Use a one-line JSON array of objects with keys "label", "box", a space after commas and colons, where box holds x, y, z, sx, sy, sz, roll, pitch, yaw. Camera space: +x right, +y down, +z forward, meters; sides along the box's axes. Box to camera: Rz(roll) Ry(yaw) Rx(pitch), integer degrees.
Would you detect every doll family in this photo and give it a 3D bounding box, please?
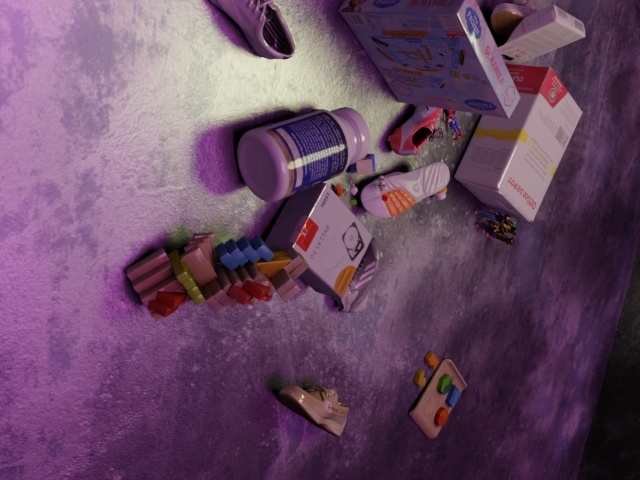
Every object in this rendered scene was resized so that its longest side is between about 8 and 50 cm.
[{"label": "doll family", "box": [0.562, -0.045, 2.010, 0.193, 0.111, 0.076, 24, 88, -46]}]

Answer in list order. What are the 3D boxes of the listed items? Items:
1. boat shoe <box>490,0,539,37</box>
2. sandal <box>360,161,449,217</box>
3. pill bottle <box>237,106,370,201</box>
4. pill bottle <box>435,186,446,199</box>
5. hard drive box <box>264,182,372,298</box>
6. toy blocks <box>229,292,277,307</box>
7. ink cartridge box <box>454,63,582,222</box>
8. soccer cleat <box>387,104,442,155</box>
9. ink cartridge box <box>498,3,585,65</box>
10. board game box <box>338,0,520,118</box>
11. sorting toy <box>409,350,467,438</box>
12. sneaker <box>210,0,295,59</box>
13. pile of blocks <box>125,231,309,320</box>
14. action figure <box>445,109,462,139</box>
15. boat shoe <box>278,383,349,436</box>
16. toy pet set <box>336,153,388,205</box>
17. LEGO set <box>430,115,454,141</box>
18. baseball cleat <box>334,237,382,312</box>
[{"label": "boat shoe", "box": [0.564, -0.630, 1.804, 0.277, 0.098, 0.096, 3, 84, -48]}, {"label": "sandal", "box": [0.212, -0.132, 1.649, 0.265, 0.076, 0.101, -20, 104, -22]}, {"label": "pill bottle", "box": [-0.029, -0.190, 1.343, 0.265, 0.153, 0.153, -26, 122, -35]}, {"label": "pill bottle", "box": [0.329, -0.155, 1.787, 0.043, 0.043, 0.083, -42, 130, -25]}, {"label": "hard drive box", "box": [0.000, 0.000, 1.479, 0.232, 0.089, 0.181, 44, 66, -44]}, {"label": "toy blocks", "box": [-0.136, 0.080, 1.417, 0.148, 0.054, 0.123, -5, 107, -45]}, {"label": "ink cartridge box", "box": [0.594, -0.286, 1.910, 0.279, 0.160, 0.384, 29, 85, -47]}, {"label": "soccer cleat", "box": [0.271, -0.312, 1.631, 0.248, 0.095, 0.083, -52, 134, -16]}, {"label": "ink cartridge box", "box": [0.591, -0.565, 1.780, 0.181, 0.225, 0.056, 1, 80, -44]}, {"label": "board game box", "box": [0.241, -0.409, 1.403, 0.065, 0.319, 0.318, -58, 137, -11]}, {"label": "sorting toy", "box": [0.384, 0.507, 2.104, 0.229, 0.041, 0.307, -52, 134, -17]}, {"label": "sneaker", "box": [-0.127, -0.442, 1.190, 0.094, 0.091, 0.258, -58, 136, -11]}, {"label": "pile of blocks", "box": [-0.184, 0.070, 1.244, 0.362, 0.112, 0.148, -10, 123, -21]}, {"label": "action figure", "box": [0.364, -0.335, 1.762, 0.038, 0.030, 0.115, -42, 126, -32]}, {"label": "boat shoe", "box": [-0.008, 0.418, 1.644, 0.098, 0.109, 0.302, -60, 142, -16]}, {"label": "toy pet set", "box": [0.096, -0.150, 1.555, 0.122, 0.065, 0.114, -6, 107, -2]}, {"label": "LEGO set", "box": [0.331, -0.299, 1.733, 0.054, 0.023, 0.083, 21, 100, -23]}, {"label": "baseball cleat", "box": [0.092, 0.090, 1.634, 0.110, 0.072, 0.205, 5, 99, -39]}]
